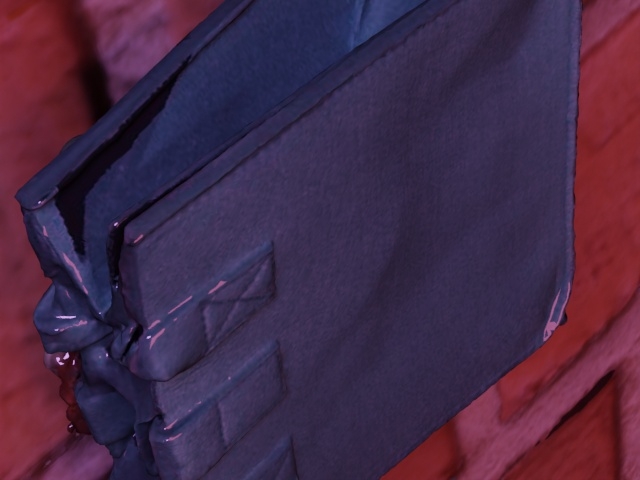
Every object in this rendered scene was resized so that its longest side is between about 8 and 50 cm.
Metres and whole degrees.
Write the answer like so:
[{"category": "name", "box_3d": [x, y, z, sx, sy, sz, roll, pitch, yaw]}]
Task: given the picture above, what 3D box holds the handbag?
[{"category": "handbag", "box_3d": [-0.002, -0.004, 0.789, 0.274, 0.100, 0.268, -41, 146, -25]}]
